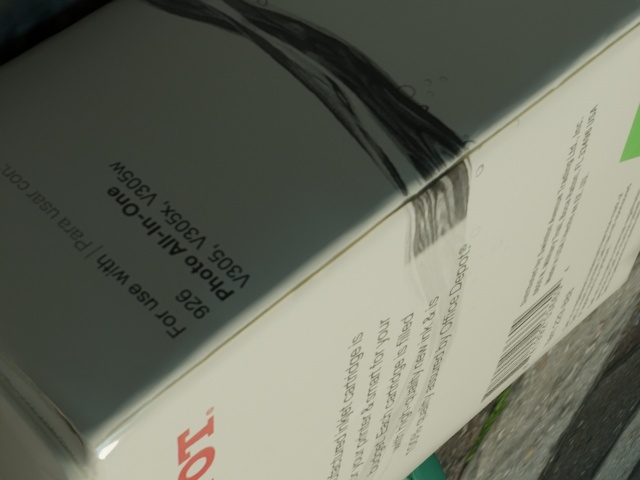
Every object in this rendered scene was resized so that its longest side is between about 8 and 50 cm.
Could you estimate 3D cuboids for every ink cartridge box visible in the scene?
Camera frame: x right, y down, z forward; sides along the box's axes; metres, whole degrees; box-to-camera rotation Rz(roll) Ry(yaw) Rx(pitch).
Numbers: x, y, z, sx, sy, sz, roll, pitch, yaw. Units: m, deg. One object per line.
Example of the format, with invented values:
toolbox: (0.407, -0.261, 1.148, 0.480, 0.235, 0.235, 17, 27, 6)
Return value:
ink cartridge box: (0.000, 0.000, 0.467, 0.289, 0.121, 0.211, -37, 154, -28)

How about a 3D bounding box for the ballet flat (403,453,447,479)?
ballet flat: (0.028, 0.144, 0.842, 0.073, 0.080, 0.232, -22, 156, 7)
